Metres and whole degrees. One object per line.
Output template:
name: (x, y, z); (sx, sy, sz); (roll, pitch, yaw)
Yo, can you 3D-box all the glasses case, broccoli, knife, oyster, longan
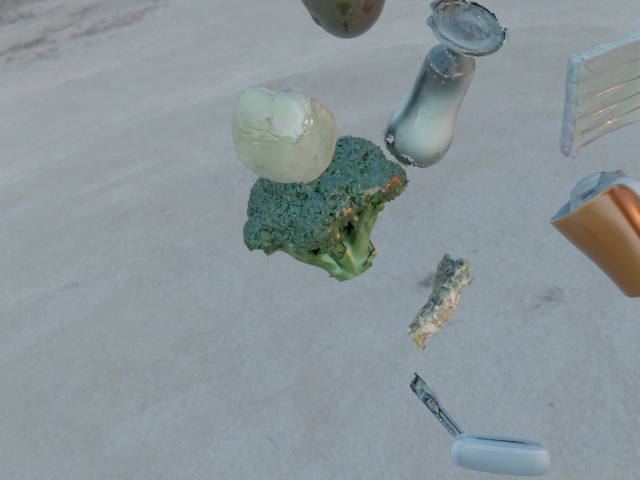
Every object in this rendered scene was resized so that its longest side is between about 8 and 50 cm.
glasses case: (0.333, 0.398, 1.085); (0.178, 0.067, 0.045); (2, 23, 14)
broccoli: (0.015, -0.059, 1.053); (0.307, 0.275, 0.308); (-30, 14, 8)
knife: (0.346, 0.490, 1.614); (0.044, 0.296, 0.026); (-41, 0, -11)
oyster: (0.237, 0.111, 1.154); (0.106, 0.061, 0.200); (-17, 46, 42)
longan: (0.052, -0.560, 1.283); (0.196, 0.220, 0.196); (-28, 21, 12)

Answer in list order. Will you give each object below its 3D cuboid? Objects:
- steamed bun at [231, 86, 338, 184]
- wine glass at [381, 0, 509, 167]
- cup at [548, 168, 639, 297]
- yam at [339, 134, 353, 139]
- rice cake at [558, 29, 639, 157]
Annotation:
steamed bun: (-0.043, -0.109, 0.646); (0.112, 0.130, 0.091); (13, 85, 15)
wine glass: (0.106, -0.138, 0.528); (0.072, 0.155, 0.072); (4, 61, -7)
cup: (0.640, -0.021, 1.234); (0.182, 0.264, 0.226); (-38, -4, -17)
yam: (0.063, -0.165, 1.448); (0.045, 0.045, 0.327); (9, 40, -6)
rice cake: (0.462, -0.239, 0.941); (0.198, 0.189, 0.037); (-31, 43, -19)
